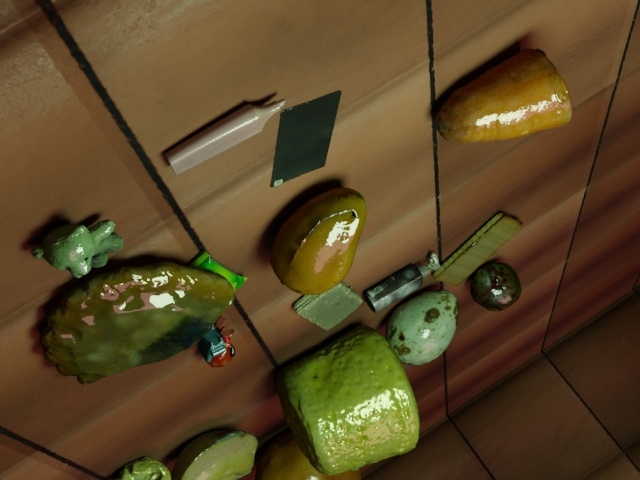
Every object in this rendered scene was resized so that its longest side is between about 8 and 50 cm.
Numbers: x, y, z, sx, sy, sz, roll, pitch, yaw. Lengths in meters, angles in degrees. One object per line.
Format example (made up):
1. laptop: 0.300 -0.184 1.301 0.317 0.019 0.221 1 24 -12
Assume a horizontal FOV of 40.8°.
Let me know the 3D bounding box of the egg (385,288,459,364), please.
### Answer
1. egg: 0.274 0.227 2.280 0.231 0.169 0.169 -47 153 4

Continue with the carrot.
1. carrot: 0.321 -0.246 1.575 0.225 0.159 0.159 -22 152 -9

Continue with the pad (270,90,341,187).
1. pad: -0.026 -0.167 1.438 0.116 0.004 0.193 -24 151 -25

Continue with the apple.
1. apple: -0.277 0.553 2.228 0.265 0.120 0.193 -10 132 -47

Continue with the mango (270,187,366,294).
1. mango: 0.000 0.000 1.604 0.166 0.136 0.236 6 127 -50

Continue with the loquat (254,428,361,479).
1. loquat: -0.039 0.714 2.560 0.328 0.328 0.328 -28 153 -16

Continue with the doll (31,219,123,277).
1. doll: -0.348 0.016 1.285 0.115 0.077 0.150 -32 168 16

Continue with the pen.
1. pen: -0.138 -0.162 1.280 0.197 0.032 0.053 -29 153 -8

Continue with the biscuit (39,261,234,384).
1. biscuit: -0.330 0.156 1.506 0.329 0.078 0.335 3 140 -38

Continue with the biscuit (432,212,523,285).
1. biscuit: 0.416 0.022 2.267 0.254 0.029 0.172 -44 153 17

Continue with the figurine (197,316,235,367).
1. figurine: -0.216 0.225 1.794 0.075 0.068 0.140 -28 151 -21

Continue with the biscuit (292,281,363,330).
1. biscuit: 0.022 0.147 1.986 0.121 0.040 0.199 -40 153 5

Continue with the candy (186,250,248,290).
1. candy: -0.207 0.080 1.600 0.102 0.032 0.178 -37 153 5

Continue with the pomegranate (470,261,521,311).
1. pomegranate: 0.487 0.129 2.435 0.149 0.148 0.169 -28 -176 -16

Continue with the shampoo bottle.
1. shampoo bottle: 0.204 0.100 2.110 0.208 0.057 0.063 -30 146 -15

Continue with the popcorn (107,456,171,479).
1. popcorn: -0.429 0.601 2.104 0.162 0.141 0.135 -24 -161 24

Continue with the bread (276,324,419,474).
1. bread: 0.067 0.410 2.161 0.308 0.348 0.348 -20 151 -18
